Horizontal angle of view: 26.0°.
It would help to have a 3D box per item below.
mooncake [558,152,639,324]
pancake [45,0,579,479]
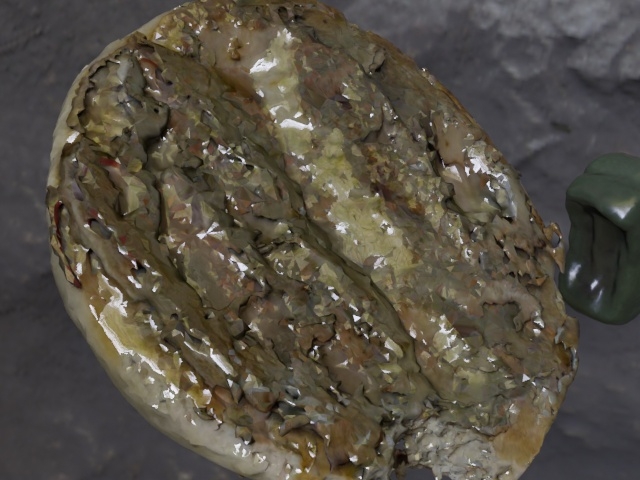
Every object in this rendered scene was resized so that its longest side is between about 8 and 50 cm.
[{"bbox_3d":[0.307,-0.002,1.442,0.104,0.175,0.168,23,-172,29],"label":"mooncake"},{"bbox_3d":[0.001,-0.001,0.868,0.382,0.382,0.071,28,136,-11],"label":"pancake"}]
